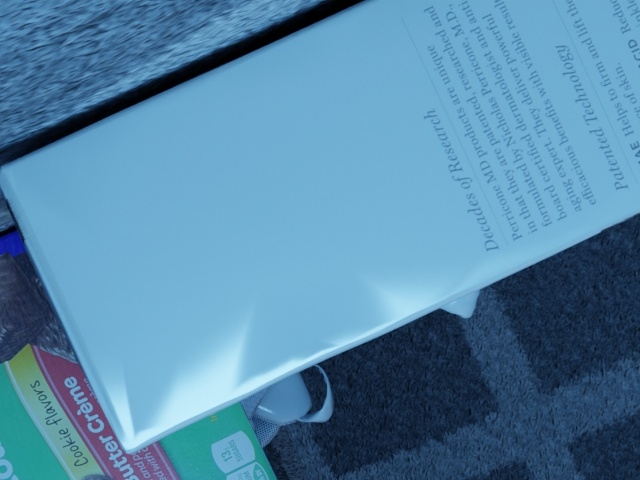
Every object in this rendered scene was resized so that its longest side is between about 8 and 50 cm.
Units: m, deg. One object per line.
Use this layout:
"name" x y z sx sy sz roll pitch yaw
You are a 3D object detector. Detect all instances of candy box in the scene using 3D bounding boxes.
"candy box" -0.208 0.149 1.219 0.317 0.268 0.122 -25 174 -13

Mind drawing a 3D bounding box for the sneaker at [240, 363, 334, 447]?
"sneaker" -0.166 0.109 1.508 0.366 0.210 0.137 -26 177 19

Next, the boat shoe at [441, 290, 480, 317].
"boat shoe" 0.000 0.000 1.253 0.226 0.075 0.083 11 -178 27

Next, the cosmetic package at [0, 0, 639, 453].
"cosmetic package" 0.038 -0.041 1.007 0.385 0.156 0.217 -26 180 -5
